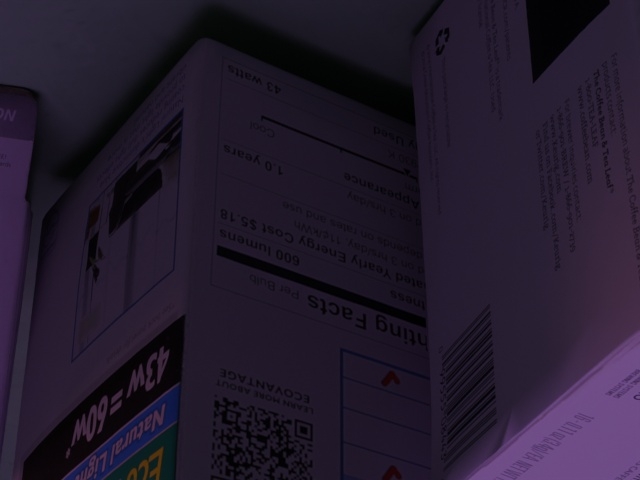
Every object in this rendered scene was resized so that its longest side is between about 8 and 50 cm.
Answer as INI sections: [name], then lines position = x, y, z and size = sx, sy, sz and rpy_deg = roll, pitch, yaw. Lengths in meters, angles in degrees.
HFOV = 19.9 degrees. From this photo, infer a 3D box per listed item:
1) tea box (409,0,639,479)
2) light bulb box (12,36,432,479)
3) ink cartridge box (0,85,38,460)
[tea box]
position = 0.240, -0.002, 0.984
size = 0.323, 0.329, 0.220
rpy_deg = 17, 141, -20
[light bulb box]
position = 0.019, 0.130, 1.095
size = 0.358, 0.361, 0.225
rpy_deg = 21, 139, -25
[ink cartridge box]
position = -0.345, 0.024, 1.161
size = 0.309, 0.271, 0.130
rpy_deg = 9, 174, -10
